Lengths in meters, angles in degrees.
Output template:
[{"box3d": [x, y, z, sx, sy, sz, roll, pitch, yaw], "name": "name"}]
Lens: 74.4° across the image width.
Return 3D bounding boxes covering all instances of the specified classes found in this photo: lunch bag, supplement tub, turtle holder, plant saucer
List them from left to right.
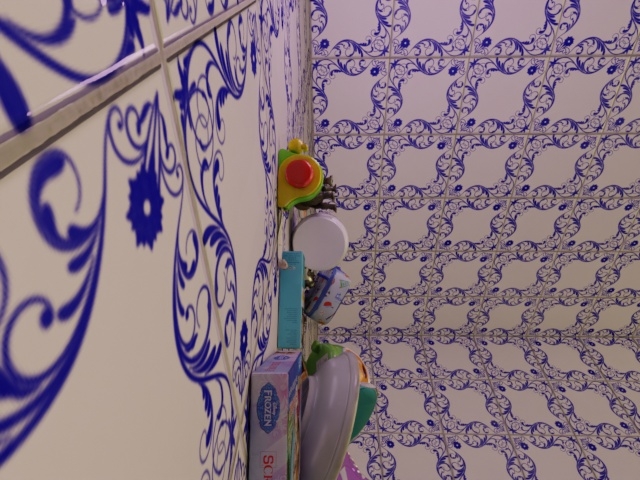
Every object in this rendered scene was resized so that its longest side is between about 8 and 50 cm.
[{"box3d": [-0.021, 0.468, 1.085, 0.400, 0.100, 0.401, -158, -90, -85], "name": "plant saucer"}, {"box3d": [0.000, 0.000, 1.446, 0.272, 0.190, 0.192, -77, 167, -85], "name": "supplement tub"}, {"box3d": [0.020, 0.214, 1.770, 0.243, 0.114, 0.303, -62, -171, -3], "name": "lunch bag"}, {"box3d": [0.039, 0.534, 1.554, 0.321, 0.227, 0.243, -67, -156, 15], "name": "turtle holder"}]

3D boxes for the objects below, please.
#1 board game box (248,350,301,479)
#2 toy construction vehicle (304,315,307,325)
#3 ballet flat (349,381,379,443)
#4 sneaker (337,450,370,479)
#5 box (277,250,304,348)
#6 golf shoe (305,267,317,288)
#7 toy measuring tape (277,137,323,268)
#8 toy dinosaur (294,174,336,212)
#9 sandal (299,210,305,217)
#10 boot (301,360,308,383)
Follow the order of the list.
[{"box3d": [-0.078, 0.392, 0.810, 0.319, 0.065, 0.319, 79, 12, -82], "name": "board game box"}, {"box3d": [-0.077, 0.342, 1.666, 0.086, 0.034, 0.098, 105, -8, -50], "name": "toy construction vehicle"}, {"box3d": [0.021, 0.590, 1.299, 0.409, 0.146, 0.147, -56, 177, -2], "name": "ballet flat"}, {"box3d": [0.062, 0.602, 1.106, 0.282, 0.160, 0.102, -85, -164, -66], "name": "sneaker"}, {"box3d": [-0.074, 0.156, 1.100, 0.100, 0.060, 0.245, 84, 6, -76], "name": "box"}, {"box3d": [-0.052, 0.135, 1.698, 0.198, 0.077, 0.094, -141, -137, -84], "name": "golf shoe"}, {"box3d": [-0.049, -0.093, 1.050, 0.121, 0.121, 0.331, 78, 13, -83], "name": "toy measuring tape"}, {"box3d": [-0.033, -0.149, 1.312, 0.313, 0.160, 0.121, 34, 54, -80], "name": "toy dinosaur"}, {"box3d": [-0.050, -0.196, 1.682, 0.265, 0.076, 0.102, 88, 2, -51], "name": "sandal"}, {"box3d": [-0.067, 0.497, 1.357, 0.197, 0.072, 0.153, -100, -175, -50], "name": "boot"}]
